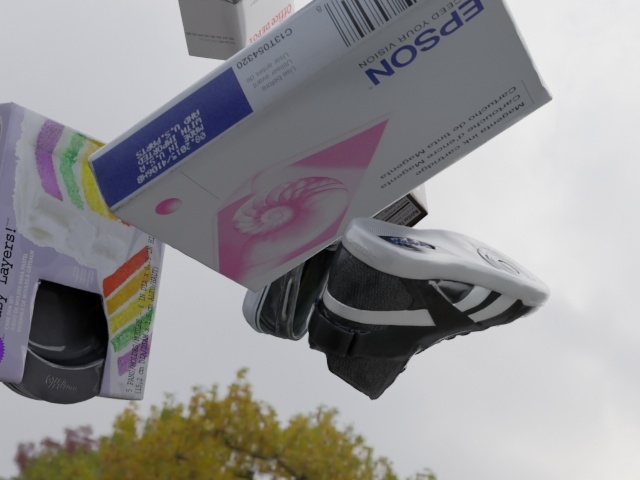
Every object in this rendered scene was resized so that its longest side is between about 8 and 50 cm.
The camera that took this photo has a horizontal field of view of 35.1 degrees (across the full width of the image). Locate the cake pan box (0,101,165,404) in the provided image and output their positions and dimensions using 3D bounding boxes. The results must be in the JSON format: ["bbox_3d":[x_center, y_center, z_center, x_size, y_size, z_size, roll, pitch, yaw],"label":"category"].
[{"bbox_3d":[-0.259,0.026,1.003,0.070,0.267,0.245,-1,-15,33],"label":"cake pan box"}]

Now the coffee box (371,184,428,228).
[{"bbox_3d":[0.009,-0.113,1.184,0.098,0.141,0.246,-39,-72,19],"label":"coffee box"}]

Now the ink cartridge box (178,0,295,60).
[{"bbox_3d":[-0.141,-0.450,1.619,0.114,0.198,0.273,11,-51,23],"label":"ink cartridge box"}]

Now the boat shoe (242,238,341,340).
[{"bbox_3d":[0.000,0.000,1.554,0.119,0.335,0.121,21,-1,36],"label":"boat shoe"}]

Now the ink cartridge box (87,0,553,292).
[{"bbox_3d":[0.031,-0.078,0.853,0.324,0.071,0.330,-33,-28,12],"label":"ink cartridge box"}]

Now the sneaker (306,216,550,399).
[{"bbox_3d":[0.070,0.056,0.728,0.217,0.121,0.079,13,21,-45],"label":"sneaker"}]
